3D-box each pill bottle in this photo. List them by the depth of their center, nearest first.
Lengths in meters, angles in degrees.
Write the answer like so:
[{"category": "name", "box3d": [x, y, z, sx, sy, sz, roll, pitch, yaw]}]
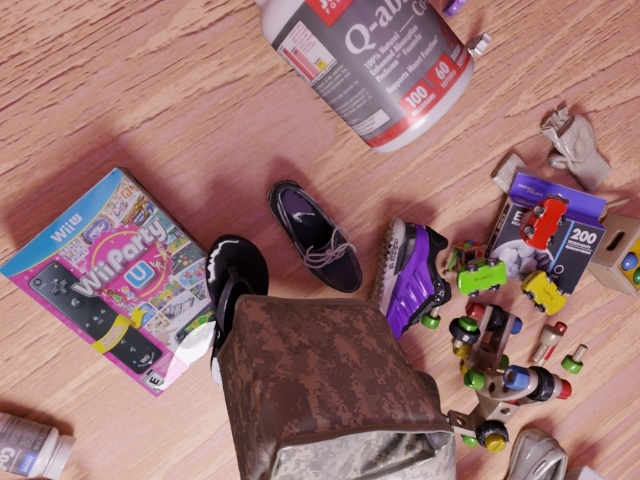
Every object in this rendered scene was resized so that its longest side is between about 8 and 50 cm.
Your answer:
[{"category": "pill bottle", "box3d": [0.042, -0.326, 0.662, 0.363, 0.210, 0.210, 41, 88, -18]}, {"category": "pill bottle", "box3d": [-0.482, 0.336, 0.711, 0.137, 0.078, 0.078, 26, 92, -18]}]

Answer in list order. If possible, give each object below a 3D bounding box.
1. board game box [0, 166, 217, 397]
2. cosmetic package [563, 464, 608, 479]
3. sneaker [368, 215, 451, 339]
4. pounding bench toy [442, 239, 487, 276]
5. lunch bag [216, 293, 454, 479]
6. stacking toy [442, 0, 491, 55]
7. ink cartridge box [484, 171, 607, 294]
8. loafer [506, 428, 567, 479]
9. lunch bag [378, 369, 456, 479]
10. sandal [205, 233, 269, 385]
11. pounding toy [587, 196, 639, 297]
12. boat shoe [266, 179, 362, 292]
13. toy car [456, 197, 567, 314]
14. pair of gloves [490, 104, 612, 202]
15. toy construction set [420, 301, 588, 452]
[{"category": "board game box", "box3d": [-0.292, 0.068, 0.705, 0.224, 0.097, 0.303, -43, 107, -5]}, {"category": "cosmetic package", "box3d": [0.571, 0.641, 0.987, 0.231, 0.085, 0.117, -47, 152, -22]}, {"category": "sneaker", "box3d": [0.170, 0.112, 0.818, 0.146, 0.102, 0.293, 12, 97, -4]}, {"category": "pounding bench toy", "box3d": [0.284, 0.036, 0.875, 0.083, 0.052, 0.065, -8, 102, -13]}, {"category": "lunch bag", "box3d": [0.021, 0.208, 0.622, 0.287, 0.235, 0.169, 6, 125, -29]}, {"category": "stacking toy", "box3d": [0.268, -0.464, 0.781, 0.167, 0.052, 0.221, 31, 90, -18]}, {"category": "ink cartridge box", "box3d": [0.456, -0.010, 0.884, 0.206, 0.045, 0.208, 15, 106, -7]}, {"category": "loafer", "box3d": [0.481, 0.596, 0.998, 0.112, 0.111, 0.319, 5, 99, -18]}, {"category": "lunch bag", "box3d": [0.130, 0.421, 0.773, 0.213, 0.256, 0.305, -2, 102, 9]}, {"category": "sandal", "box3d": [-0.125, 0.115, 0.681, 0.097, 0.054, 0.254, -4, 106, -19]}, {"category": "pounding toy", "box3d": [0.650, -0.010, 0.931, 0.206, 0.094, 0.181, 36, 89, -25]}, {"category": "boat shoe", "box3d": [0.000, 0.000, 0.778, 0.095, 0.079, 0.254, -35, 107, -7]}, {"category": "toy car", "box3d": [0.357, 0.047, 0.835, 0.225, 0.053, 0.239, -13, 108, -7]}, {"category": "pair of gloves", "box3d": [0.490, -0.140, 0.904, 0.240, 0.042, 0.204, -44, 108, -5]}, {"category": "toy construction set", "box3d": [0.366, 0.280, 0.883, 0.309, 0.257, 0.237, 3, 117, -31]}]
